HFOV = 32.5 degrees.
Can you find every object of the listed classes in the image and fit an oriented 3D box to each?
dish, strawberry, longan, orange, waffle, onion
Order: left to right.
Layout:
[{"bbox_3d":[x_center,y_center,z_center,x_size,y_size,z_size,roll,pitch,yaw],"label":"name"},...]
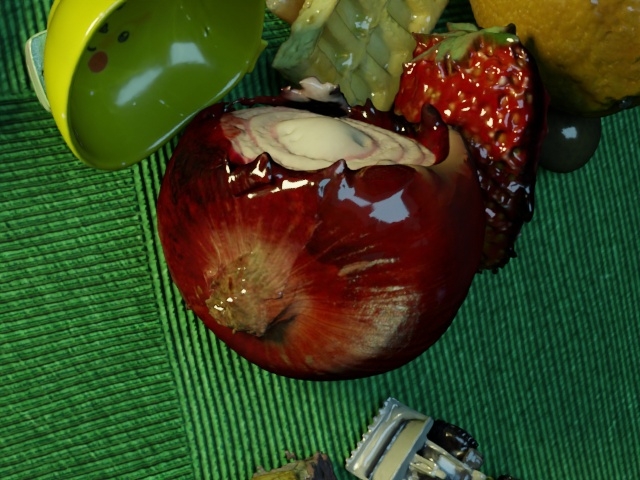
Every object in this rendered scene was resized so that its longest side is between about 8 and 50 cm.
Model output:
[{"bbox_3d":[-0.175,-0.204,1.080,0.108,0.221,0.262,40,60,22],"label":"dish"},{"bbox_3d":[-0.001,-0.004,1.148,0.341,0.341,0.341,2,86,-25],"label":"onion"},{"bbox_3d":[0.062,-0.266,1.298,0.168,0.057,0.274,42,69,-42],"label":"waffle"},{"bbox_3d":[0.156,-0.093,1.255,0.137,0.233,0.306,-5,105,-20],"label":"strawberry"},{"bbox_3d":[0.311,-0.143,1.414,0.113,0.092,0.113,0,89,-24],"label":"longan"},{"bbox_3d":[0.336,-0.326,1.307,0.322,0.322,0.357,1,74,-25],"label":"orange"}]

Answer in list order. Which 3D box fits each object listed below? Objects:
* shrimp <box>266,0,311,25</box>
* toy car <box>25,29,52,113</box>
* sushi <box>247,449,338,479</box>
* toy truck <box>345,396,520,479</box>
[{"bbox_3d":[-0.023,-0.391,1.291,0.152,0.063,0.287,-8,94,-27],"label":"shrimp"},{"bbox_3d":[-0.206,-0.200,1.189,0.224,0.076,0.090,-20,95,-28],"label":"toy car"},{"bbox_3d":[-0.072,0.311,1.199,0.161,0.241,0.108,-12,97,14],"label":"sushi"},{"bbox_3d":[0.172,0.309,1.316,0.286,0.111,0.136,38,74,-16],"label":"toy truck"}]
